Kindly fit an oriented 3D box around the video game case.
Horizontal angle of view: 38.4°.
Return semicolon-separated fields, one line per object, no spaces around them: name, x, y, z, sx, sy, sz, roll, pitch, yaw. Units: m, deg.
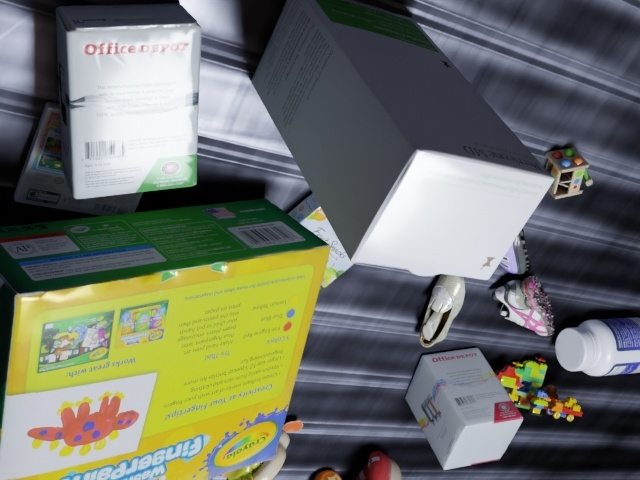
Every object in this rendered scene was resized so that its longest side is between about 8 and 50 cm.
video game case;-0.290;-0.097;1.163;0.157;0.019;0.143;10;123;-33

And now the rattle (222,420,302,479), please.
rattle;-0.125;0.343;1.586;0.143;0.200;0.130;38;137;-1

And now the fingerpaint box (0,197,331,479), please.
fingerpaint box;-0.238;0.156;1.204;0.445;0.163;0.371;-9;123;-41

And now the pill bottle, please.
pill bottle;0.562;0.210;1.811;0.186;0.112;0.112;1;128;-28

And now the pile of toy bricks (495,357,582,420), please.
pile of toy bricks;0.417;0.282;1.824;0.212;0.118;0.105;14;94;-17

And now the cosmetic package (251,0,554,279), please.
cosmetic package;0.078;-0.132;1.073;0.197;0.365;0.155;7;125;-33

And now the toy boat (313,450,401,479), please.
toy boat;0.053;0.506;1.814;0.151;0.151;0.231;34;111;-12

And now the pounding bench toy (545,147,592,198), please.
pounding bench toy;0.407;-0.115;1.483;0.083;0.052;0.065;-12;133;-18

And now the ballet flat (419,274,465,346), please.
ballet flat;0.208;0.122;1.582;0.052;0.057;0.168;-33;144;-40

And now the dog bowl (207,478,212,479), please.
dog bowl;-0.311;0.377;1.535;0.297;0.074;0.166;9;124;-32

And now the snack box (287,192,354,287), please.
snack box;0.000;0.000;1.385;0.100;0.037;0.141;-41;135;9

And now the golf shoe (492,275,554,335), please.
golf shoe;0.374;0.123;1.680;0.086;0.067;0.186;-13;144;24

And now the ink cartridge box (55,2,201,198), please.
ink cartridge box;-0.224;-0.165;1.071;0.153;0.087;0.208;-7;124;-23

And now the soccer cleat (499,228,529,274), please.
soccer cleat;0.246;-0.045;1.442;0.116;0.108;0.318;-18;140;17

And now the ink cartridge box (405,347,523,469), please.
ink cartridge box;0.260;0.307;1.695;0.128;0.176;0.127;-4;133;-24
